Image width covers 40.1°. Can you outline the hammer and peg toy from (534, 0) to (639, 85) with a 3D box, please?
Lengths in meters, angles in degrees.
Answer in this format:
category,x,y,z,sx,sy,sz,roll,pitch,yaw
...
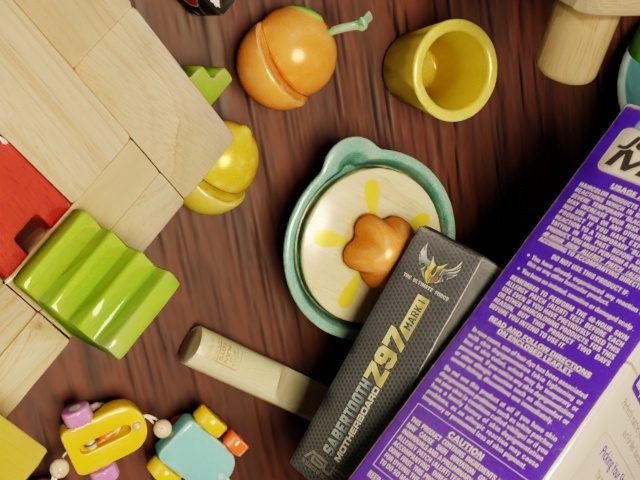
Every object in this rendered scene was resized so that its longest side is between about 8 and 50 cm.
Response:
category,x,y,z,sx,sy,sz,roll,pitch,yaw
hammer and peg toy,0.239,-0.219,0.584,0.361,0.266,0.127,-8,133,-25

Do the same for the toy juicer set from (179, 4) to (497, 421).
category,x,y,z,sx,sy,sz,roll,pitch,yaw
toy juicer set,0.000,0.000,0.598,0.209,0.089,0.329,7,99,-27

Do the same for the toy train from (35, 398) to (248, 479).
category,x,y,z,sx,sy,sz,roll,pitch,yaw
toy train,-0.133,0.163,0.598,0.166,0.046,0.125,3,101,-23

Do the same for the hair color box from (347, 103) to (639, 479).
category,x,y,z,sx,sy,sz,roll,pitch,yaw
hair color box,0.164,0.104,0.571,0.339,0.110,0.185,-50,140,-8

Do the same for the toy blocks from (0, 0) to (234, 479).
category,x,y,z,sx,sy,sz,roll,pitch,yaw
toy blocks,-0.221,-0.040,0.402,0.381,0.190,0.261,-53,129,-21

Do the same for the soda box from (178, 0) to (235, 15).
category,x,y,z,sx,sy,sz,roll,pitch,yaw
soda box,-0.035,-0.219,0.547,0.053,0.060,0.169,43,82,-28

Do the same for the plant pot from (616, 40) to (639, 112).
category,x,y,z,sx,sy,sz,roll,pitch,yaw
plant pot,0.404,-0.058,0.698,0.271,0.271,0.255,-44,131,-11

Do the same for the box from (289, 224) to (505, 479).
category,x,y,z,sx,sy,sz,roll,pitch,yaw
box,0.103,0.108,0.641,0.232,0.059,0.183,25,96,-51
